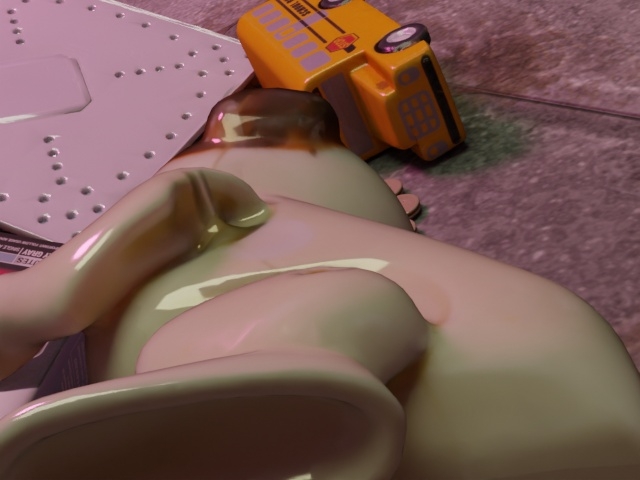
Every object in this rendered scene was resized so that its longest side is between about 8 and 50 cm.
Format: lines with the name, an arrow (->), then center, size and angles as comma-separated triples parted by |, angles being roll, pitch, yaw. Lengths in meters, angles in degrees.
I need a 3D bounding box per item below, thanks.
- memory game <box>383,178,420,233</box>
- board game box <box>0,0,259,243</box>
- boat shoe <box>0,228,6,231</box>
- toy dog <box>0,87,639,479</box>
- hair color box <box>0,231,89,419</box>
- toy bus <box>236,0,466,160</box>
memory game -> 0.000, 0.000, 0.977 | 0.186, 0.012, 0.186 | -18, 30, 10
board game box -> -0.315, -0.151, 1.255 | 0.390, 0.050, 0.390 | 20, 46, 16
boat shoe -> -0.295, -0.104, 1.298 | 0.228, 0.076, 0.080 | -40, 33, -25
toy dog -> -0.012, 0.057, 0.628 | 0.395, 0.284, 0.408 | -26, 27, -4
hair color box -> -0.287, 0.142, 0.791 | 0.185, 0.113, 0.374 | 9, 37, 7
toy bus -> 0.023, -0.169, 1.136 | 0.130, 0.108, 0.332 | -27, 29, -5
